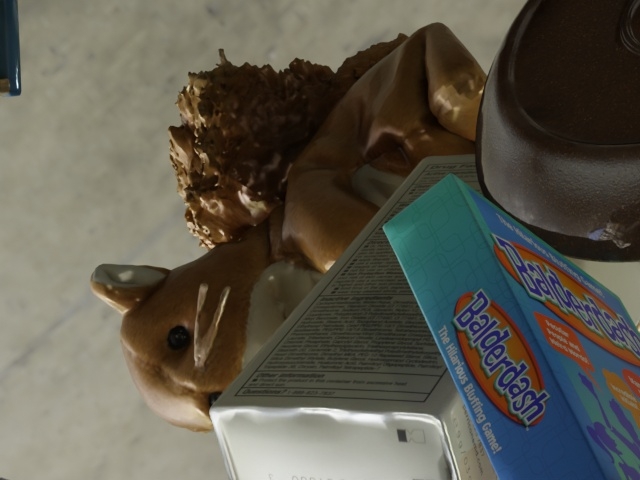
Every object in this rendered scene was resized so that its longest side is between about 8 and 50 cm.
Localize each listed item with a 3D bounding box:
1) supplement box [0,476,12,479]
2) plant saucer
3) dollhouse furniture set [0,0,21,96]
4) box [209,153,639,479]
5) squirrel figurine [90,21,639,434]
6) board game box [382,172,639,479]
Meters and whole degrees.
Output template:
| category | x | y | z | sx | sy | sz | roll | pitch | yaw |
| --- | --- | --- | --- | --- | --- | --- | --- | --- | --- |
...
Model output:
| category | x | y | z | sx | sy | sz | roll | pitch | yaw |
| --- | --- | --- | --- | --- | --- | --- | --- | --- | --- |
| supplement box | -0.213 | 0.260 | 1.173 | 0.111 | 0.114 | 0.220 | 23 | 79 | -30 |
| plant saucer | 0.216 | -0.118 | 1.050 | 0.310 | 0.310 | 0.050 | -40 | 124 | -4 |
| dollhouse furniture set | -0.342 | -0.191 | 1.045 | 0.286 | 0.198 | 0.303 | -17 | 107 | -53 |
| box | 0.077 | 0.066 | 1.116 | 0.311 | 0.148 | 0.121 | -47 | 129 | -50 |
| squirrel figurine | 0.000 | 0.000 | 1.568 | 0.370 | 0.397 | 0.281 | -35 | 122 | 5 |
| board game box | 0.122 | 0.084 | 0.857 | 0.047 | 0.210 | 0.160 | -40 | 138 | 18 |
